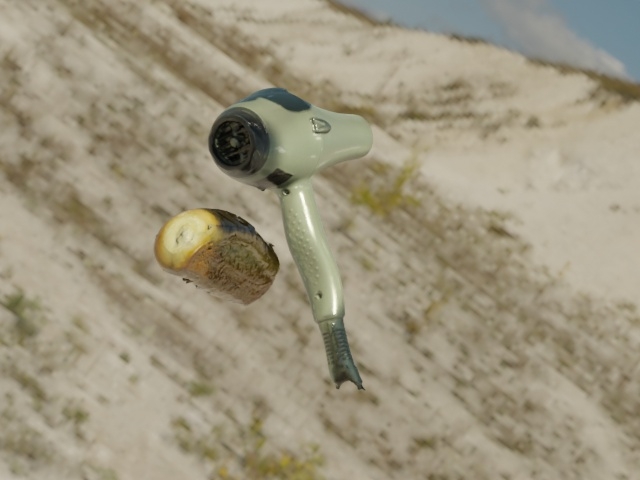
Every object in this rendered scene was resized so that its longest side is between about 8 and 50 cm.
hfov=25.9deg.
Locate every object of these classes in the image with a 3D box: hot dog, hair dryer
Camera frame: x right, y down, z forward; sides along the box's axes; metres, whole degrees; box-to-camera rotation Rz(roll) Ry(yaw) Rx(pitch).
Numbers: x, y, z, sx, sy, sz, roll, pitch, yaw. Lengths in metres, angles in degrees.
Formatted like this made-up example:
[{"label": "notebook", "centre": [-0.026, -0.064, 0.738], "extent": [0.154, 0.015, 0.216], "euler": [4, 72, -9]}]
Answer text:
[{"label": "hot dog", "centre": [-0.078, 0.008, 1.091], "extent": [0.047, 0.066, 0.216], "euler": [48, 5, 16]}, {"label": "hair dryer", "centre": [0.008, -0.025, 1.266], "extent": [0.267, 0.092, 0.229], "euler": [66, 29, -13]}]
